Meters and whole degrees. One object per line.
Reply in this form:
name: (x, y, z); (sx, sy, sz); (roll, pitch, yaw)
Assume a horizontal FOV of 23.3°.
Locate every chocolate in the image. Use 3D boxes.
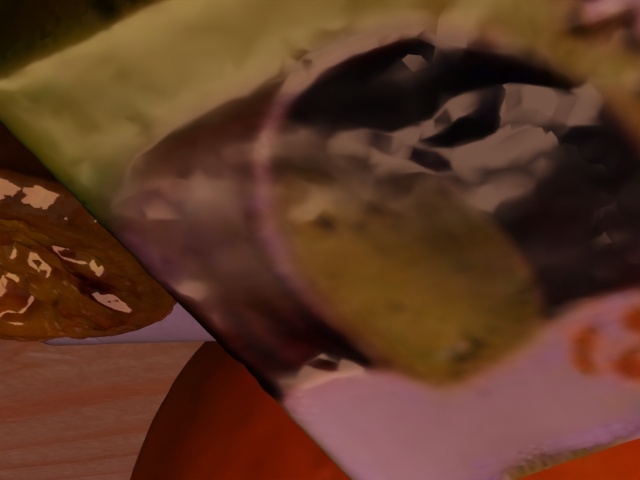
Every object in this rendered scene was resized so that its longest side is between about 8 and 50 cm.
chocolate: (0.068, -0.056, 0.518); (0.289, 0.137, 0.301); (-23, 132, 22)

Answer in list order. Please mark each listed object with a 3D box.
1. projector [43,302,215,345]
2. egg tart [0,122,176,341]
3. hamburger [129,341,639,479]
projector: (0.000, 0.000, 0.838); (0.337, 0.108, 0.108); (-3, 155, 18)
egg tart: (-0.156, -0.050, 0.703); (0.202, 0.147, 0.202); (5, 158, 2)
hamburger: (0.062, 0.192, 0.940); (0.396, 0.396, 0.277); (0, 157, 12)
